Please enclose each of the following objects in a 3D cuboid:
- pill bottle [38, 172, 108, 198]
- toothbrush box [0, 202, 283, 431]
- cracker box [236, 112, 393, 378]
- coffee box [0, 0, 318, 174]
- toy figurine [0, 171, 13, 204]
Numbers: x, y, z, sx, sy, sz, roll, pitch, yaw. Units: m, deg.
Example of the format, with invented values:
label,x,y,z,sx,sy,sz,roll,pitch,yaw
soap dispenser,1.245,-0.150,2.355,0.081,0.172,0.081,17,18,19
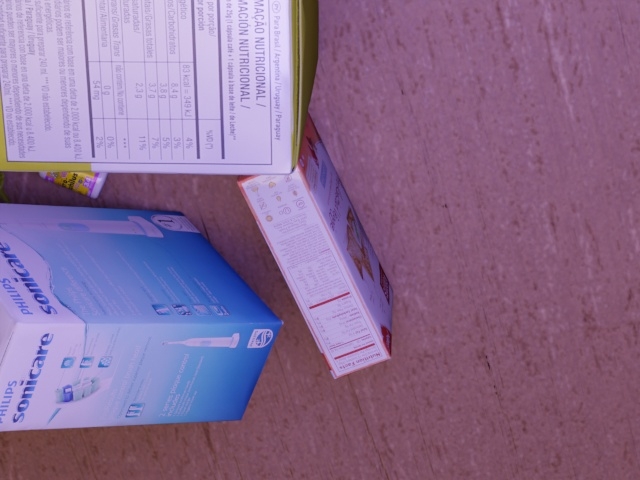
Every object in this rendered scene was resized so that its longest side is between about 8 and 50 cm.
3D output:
label,x,y,z,sx,sy,sz,roll,pitch,yaw
pill bottle,-0.260,-0.077,1.663,0.083,0.043,0.043,22,113,-5
toothbrush box,-0.223,0.069,1.560,0.295,0.216,0.126,3,120,-41
cracker box,0.000,0.000,1.618,0.067,0.155,0.232,-21,111,12
coffee box,-0.172,-0.269,1.413,0.334,0.337,0.338,0,113,3
toy figurine,-0.483,-0.125,1.604,0.217,0.191,0.362,1,124,33
